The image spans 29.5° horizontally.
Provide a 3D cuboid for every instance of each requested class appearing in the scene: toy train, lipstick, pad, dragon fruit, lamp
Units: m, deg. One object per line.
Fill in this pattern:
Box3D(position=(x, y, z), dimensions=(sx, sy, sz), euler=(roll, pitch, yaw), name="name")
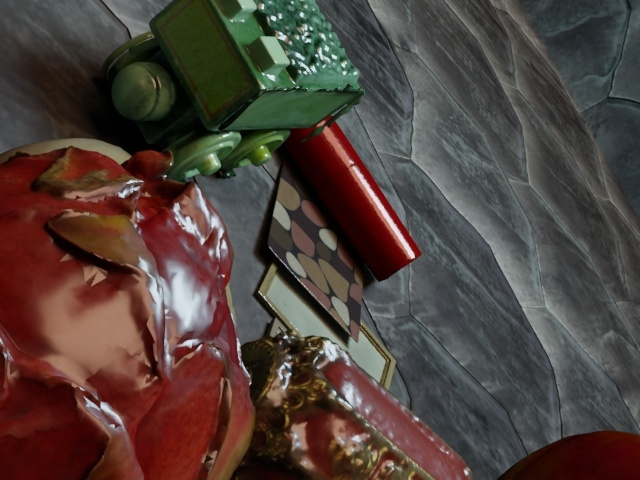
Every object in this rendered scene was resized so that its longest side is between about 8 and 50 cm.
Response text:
Box3D(position=(-0.088, -0.162, 1.228), dimensions=(0.159, 0.188, 0.271), euler=(60, 27, 9), name="toy train")
Box3D(position=(0.019, -0.081, 1.455), dimensions=(0.280, 0.073, 0.073), euler=(57, 25, 1), name="lipstick")
Box3D(position=(0.000, 0.000, 1.402), dimensions=(0.158, 0.003, 0.235), euler=(47, 24, -21), name="pad")
Box3D(position=(-0.182, 0.094, 0.658), dimensions=(0.342, 0.277, 0.277), euler=(-28, 86, -46), name="dragon fruit")
Box3D(position=(0.015, 0.200, 1.037), dimensions=(0.274, 0.177, 0.177), euler=(46, 28, -28), name="lamp")

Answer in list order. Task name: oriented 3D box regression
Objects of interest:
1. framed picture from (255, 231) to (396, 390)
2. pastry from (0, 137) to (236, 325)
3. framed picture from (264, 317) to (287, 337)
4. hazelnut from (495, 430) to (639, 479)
Box3D(position=(0.010, 0.097, 1.320), dimensions=(0.201, 0.010, 0.136), euler=(50, 27, -15), name="framed picture")
Box3D(position=(-0.172, 0.040, 0.920), dimensions=(0.265, 0.133, 0.265), euler=(47, 24, -29), name="pastry")
Box3D(position=(-0.011, 0.159, 1.209), dimensions=(0.149, 0.011, 0.109), euler=(49, 26, -18), name="framed picture")
Box3D(position=(0.298, 0.383, 1.167), dimensions=(0.409, 0.359, 0.359), euler=(54, 25, -16), name="hazelnut")
